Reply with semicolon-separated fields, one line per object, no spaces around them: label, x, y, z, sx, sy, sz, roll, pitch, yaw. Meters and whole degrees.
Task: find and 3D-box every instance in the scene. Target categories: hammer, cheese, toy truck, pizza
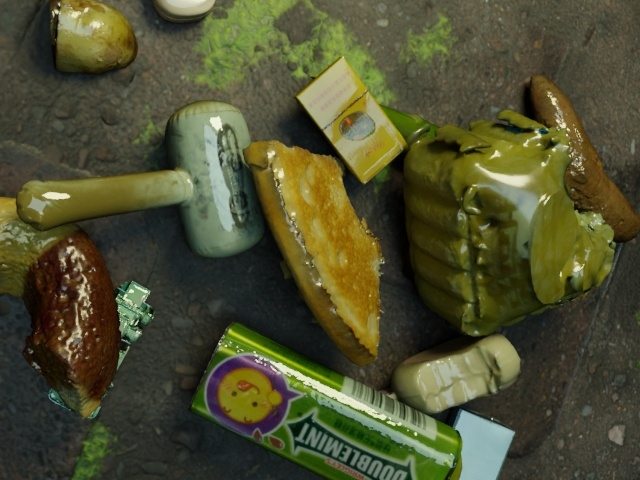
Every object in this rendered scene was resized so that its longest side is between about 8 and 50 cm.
hammer;-0.203;-0.057;0.740;0.305;0.113;0.202;-17;98;-44
cheese;0.148;0.214;0.920;0.286;0.163;0.082;-21;85;-2
toy truck;-0.281;0.136;0.803;0.067;0.081;0.175;34;64;-20
pizza;0.000;0.000;0.837;0.089;0.223;0.324;-19;108;25

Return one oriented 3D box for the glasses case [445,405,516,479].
glasses case;0.216;0.409;1.014;0.105;0.056;0.266;22;87;4

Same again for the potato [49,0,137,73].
potato;-0.276;-0.256;0.768;0.103;0.066;0.096;-3;99;-22

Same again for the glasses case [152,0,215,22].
glasses case;-0.186;-0.382;0.796;0.083;0.050;0.197;-10;98;-21

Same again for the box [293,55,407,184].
box;0.044;-0.163;0.856;0.087;0.023;0.155;-42;109;-6

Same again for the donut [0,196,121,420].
donut;-0.311;0.045;0.721;0.295;0.112;0.151;48;60;2

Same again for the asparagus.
asparagus;0.103;-0.162;0.914;0.277;0.060;0.067;15;99;-20

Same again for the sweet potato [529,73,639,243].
sweet potato;0.417;-0.110;1.019;0.342;0.092;0.114;51;53;-16

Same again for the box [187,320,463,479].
box;0.008;0.242;0.829;0.345;0.097;0.134;27;96;1

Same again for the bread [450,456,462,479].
bread;0.139;0.343;0.939;0.129;0.114;0.111;0;95;-20

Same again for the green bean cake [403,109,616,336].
green bean cake;0.283;-0.028;0.881;0.284;0.202;0.310;-20;119;-17
